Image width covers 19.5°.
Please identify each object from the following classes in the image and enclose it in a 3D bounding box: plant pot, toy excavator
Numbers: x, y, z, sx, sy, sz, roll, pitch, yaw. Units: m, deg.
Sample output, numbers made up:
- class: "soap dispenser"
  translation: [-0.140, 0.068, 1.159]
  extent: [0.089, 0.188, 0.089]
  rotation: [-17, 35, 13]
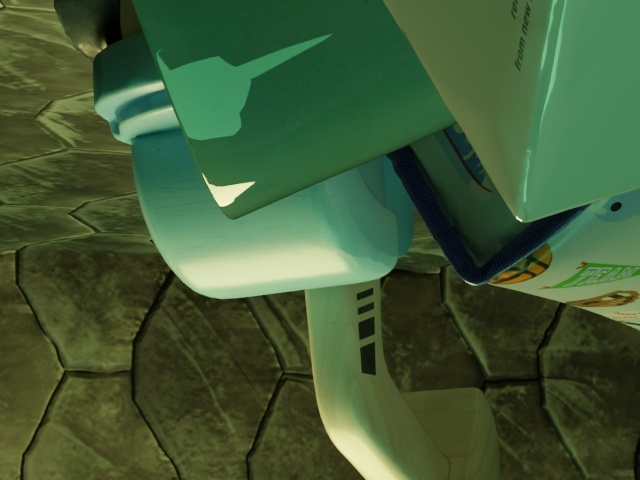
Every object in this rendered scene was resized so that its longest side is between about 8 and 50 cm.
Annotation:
- class: "plant pot"
  translation: [0.026, -0.182, 0.869]
  extent: [0.235, 0.293, 0.293]
  rotation: [-16, 169, 3]
- class: "toy excavator"
  translation: [0.000, 0.000, 1.382]
  extent: [0.222, 0.445, 0.433]
  rotation: [-6, 169, 27]

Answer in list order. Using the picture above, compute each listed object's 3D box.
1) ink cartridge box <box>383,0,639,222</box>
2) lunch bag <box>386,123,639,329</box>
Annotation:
- class: "ink cartridge box"
  translation: [0.099, -0.187, 0.578]
  extent: [0.198, 0.270, 0.197]
  rotation: [-16, 144, -15]
- class: "lunch bag"
  translation: [0.260, -0.127, 1.210]
  extent: [0.385, 0.239, 0.328]
  rotation: [-42, 154, 17]
